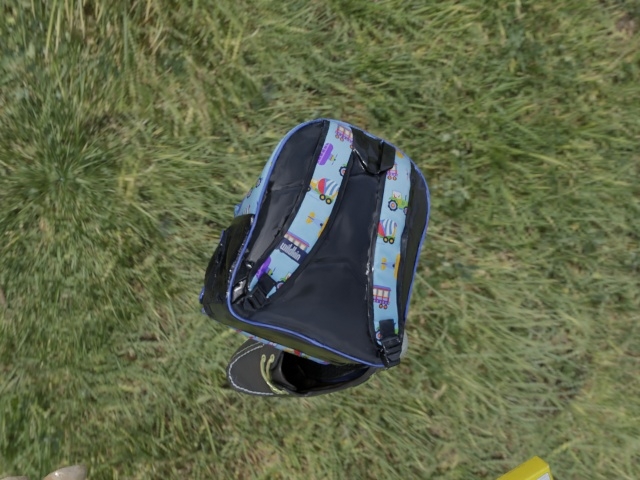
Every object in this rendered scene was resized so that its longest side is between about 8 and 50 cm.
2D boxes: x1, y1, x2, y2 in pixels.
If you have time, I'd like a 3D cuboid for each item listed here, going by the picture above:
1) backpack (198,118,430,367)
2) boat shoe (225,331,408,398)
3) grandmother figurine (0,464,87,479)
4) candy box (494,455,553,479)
[{"bbox_3d":[0.000,0.000,0.693,0.158,0.117,0.173,21,76,-21],"label":"backpack"},{"bbox_3d":[-0.021,0.124,0.918,0.069,0.228,0.081,-28,98,-55],"label":"boat shoe"},{"bbox_3d":[-0.213,0.382,0.800,0.208,0.104,0.342,-5,57,-34],"label":"grandmother figurine"},{"bbox_3d":[0.124,0.282,0.770,0.206,0.027,0.105,-26,114,-14],"label":"candy box"}]
